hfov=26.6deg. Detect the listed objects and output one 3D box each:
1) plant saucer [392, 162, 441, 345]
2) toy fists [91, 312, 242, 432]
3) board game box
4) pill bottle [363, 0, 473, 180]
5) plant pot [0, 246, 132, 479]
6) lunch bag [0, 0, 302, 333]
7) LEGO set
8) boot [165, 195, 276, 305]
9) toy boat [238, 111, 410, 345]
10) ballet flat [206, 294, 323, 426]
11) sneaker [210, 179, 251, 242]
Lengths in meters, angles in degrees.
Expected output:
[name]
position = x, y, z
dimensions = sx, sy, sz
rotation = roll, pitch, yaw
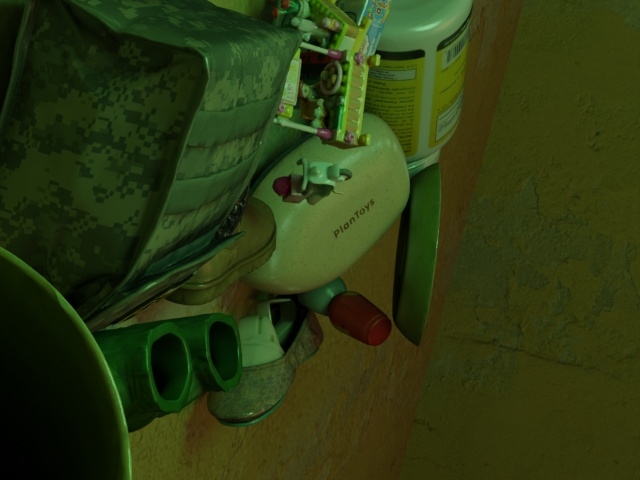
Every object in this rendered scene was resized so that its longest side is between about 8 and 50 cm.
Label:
[plant saucer]
position = 0.122, 0.016, 1.768
dimensions = 0.241, 0.037, 0.241
rotation = -174, -90, -89
[toy fists]
position = -0.171, 0.122, 1.201
dimensions = 0.279, 0.142, 0.096
rotation = -7, 89, -76
[board game box]
position = 0.016, -0.248, 1.500
dimensions = 0.039, 0.160, 0.212
rotation = 24, 82, -33
[pill bottle]
position = 0.092, -0.219, 1.735
dimensions = 0.334, 0.187, 0.188
rotation = 89, 23, -56
[plant pot]
position = -0.254, 0.159, 0.772
dimensions = 0.293, 0.274, 0.275
rotation = 120, -7, -69
[lunch bag]
position = -0.150, -0.045, 1.051
dimensions = 0.287, 0.168, 0.235
rotation = -69, 169, 16
[LEGO set]
position = -0.023, -0.186, 1.374
dimensions = 0.132, 0.107, 0.287
rotation = -37, -129, 47
[boot]
position = -0.090, -0.094, 1.390
dimensions = 0.236, 0.089, 0.270
rotation = -59, 158, -64
[toy boat]
position = 0.000, 0.000, 1.705
dimensions = 0.267, 0.148, 0.318
rotation = -38, 135, -22
[ballet flat]
position = -0.077, 0.138, 1.763
dimensions = 0.316, 0.107, 0.106
rotation = -50, 135, -70
[sneaker]
position = -0.119, -0.100, 1.218
dimensions = 0.084, 0.097, 0.235
rotation = -7, 109, -45
